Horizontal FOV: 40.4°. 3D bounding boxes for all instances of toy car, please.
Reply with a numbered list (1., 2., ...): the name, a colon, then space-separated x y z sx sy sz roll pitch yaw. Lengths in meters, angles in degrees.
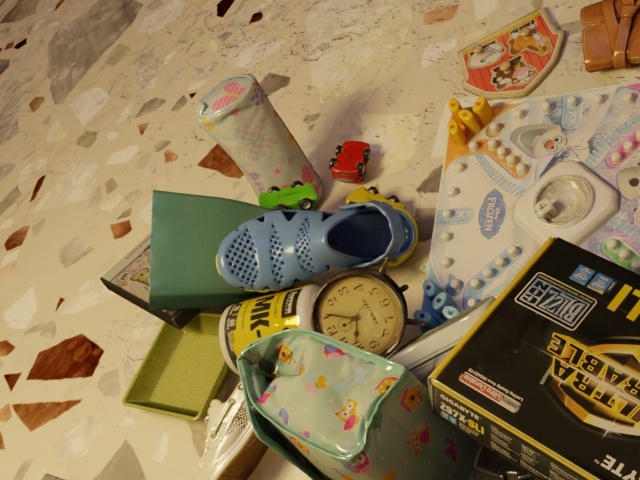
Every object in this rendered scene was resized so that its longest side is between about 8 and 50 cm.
1. toy car: 0.007 -0.073 1.465 0.224 0.053 0.239 -13 40 -10

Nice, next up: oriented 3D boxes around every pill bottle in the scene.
1. pill bottle: -0.040 0.133 1.319 0.208 0.119 0.119 -16 46 27

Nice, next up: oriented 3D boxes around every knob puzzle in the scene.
1. knob puzzle: 0.328 -0.317 1.502 0.213 0.030 0.213 -21 44 22

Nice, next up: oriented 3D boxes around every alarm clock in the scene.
1. alarm clock: 0.037 0.111 1.193 0.192 0.129 0.064 -28 2 8

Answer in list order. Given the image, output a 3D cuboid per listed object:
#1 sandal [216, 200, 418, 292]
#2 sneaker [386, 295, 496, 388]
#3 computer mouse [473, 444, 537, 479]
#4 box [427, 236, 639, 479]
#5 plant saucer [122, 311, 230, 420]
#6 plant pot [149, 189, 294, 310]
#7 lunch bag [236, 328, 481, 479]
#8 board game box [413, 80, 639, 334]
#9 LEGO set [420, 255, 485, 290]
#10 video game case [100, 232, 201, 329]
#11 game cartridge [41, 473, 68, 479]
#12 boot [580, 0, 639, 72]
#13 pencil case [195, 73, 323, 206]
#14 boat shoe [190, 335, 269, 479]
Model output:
1. sandal: 0.000 0.000 1.293 0.317 0.126 0.138 -13 -3 -6
2. sneaker: 0.153 0.168 1.144 0.094 0.091 0.258 -28 -6 -48
3. computer mouse: 0.241 0.245 1.014 0.188 0.072 0.272 -7 38 43
4. box: 0.321 0.159 0.934 0.322 0.079 0.257 29 57 32
5. plant saucer: -0.216 0.211 1.445 0.188 0.045 0.188 2 55 39
6. plant pot: -0.157 0.024 1.408 0.234 0.166 0.166 2 77 -11
7. lunch bag: 0.030 0.229 1.095 0.262 0.223 0.160 12 63 44
8. board game box: 0.330 -0.055 1.189 0.389 0.050 0.390 -5 60 31
9. LEGO set: 0.289 0.001 1.253 0.244 0.060 0.182 -49 50 -5
10. video game case: -0.247 0.031 1.600 0.248 0.035 0.274 -45 37 -22
11. game cartridge: -0.421 0.542 1.302 0.230 0.068 0.355 4 57 36
12. boot: 0.525 -0.385 1.368 0.220 0.109 0.284 -11 55 36
13. pencil case: -0.104 -0.158 1.518 0.124 0.273 0.113 -28 35 7
14. boat shoe: -0.119 0.263 1.248 0.096 0.098 0.277 34 87 23
